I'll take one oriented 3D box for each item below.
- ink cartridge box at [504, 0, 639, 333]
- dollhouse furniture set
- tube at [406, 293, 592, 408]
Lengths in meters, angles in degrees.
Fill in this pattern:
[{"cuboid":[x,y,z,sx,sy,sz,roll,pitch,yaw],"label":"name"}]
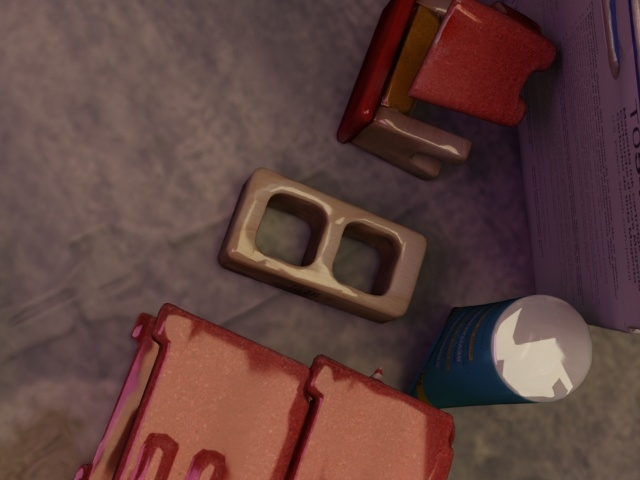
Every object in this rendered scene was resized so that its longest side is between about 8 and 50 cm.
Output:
[{"cuboid":[0.160,-0.115,0.580,0.071,0.330,0.324,-5,88,1],"label":"ink cartridge box"},{"cuboid":[0.000,0.000,0.585,0.152,0.201,0.374,22,78,-10],"label":"dollhouse furniture set"},{"cuboid":[0.091,0.066,0.606,0.052,0.207,0.080,35,77,-3],"label":"tube"}]
